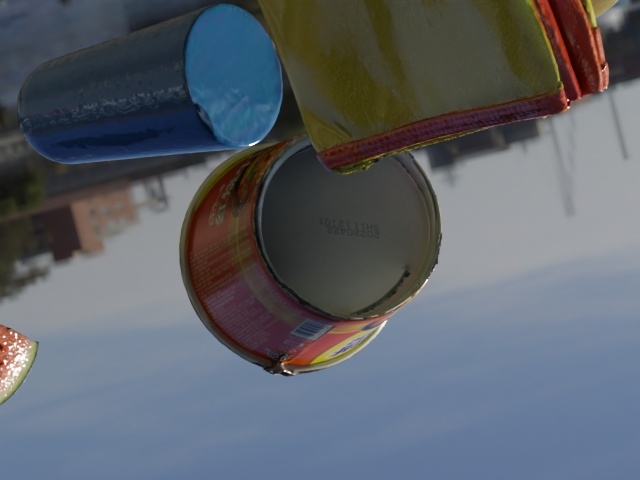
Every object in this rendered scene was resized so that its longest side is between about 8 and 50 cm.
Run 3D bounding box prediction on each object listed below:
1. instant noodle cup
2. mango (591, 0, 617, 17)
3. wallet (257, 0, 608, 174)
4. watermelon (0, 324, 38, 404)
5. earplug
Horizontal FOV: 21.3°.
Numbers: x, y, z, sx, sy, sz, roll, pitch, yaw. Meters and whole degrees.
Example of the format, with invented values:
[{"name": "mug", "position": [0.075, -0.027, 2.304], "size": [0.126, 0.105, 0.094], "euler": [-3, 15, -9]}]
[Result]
[{"name": "instant noodle cup", "position": [0.000, 0.000, 1.435], "size": [0.213, 0.213, 0.174], "euler": [-16, 176, -19]}, {"name": "mango", "position": [0.133, -0.287, 1.540], "size": [0.364, 0.253, 0.182], "euler": [15, -150, -24]}, {"name": "wallet", "position": [0.053, -0.117, 0.887], "size": [0.067, 0.141, 0.241], "euler": [-25, -172, -28]}, {"name": "watermelon", "position": [-0.348, 0.107, 1.718], "size": [0.135, 0.125, 0.094], "euler": [-12, 138, -32]}, {"name": "earplug", "position": [-0.181, -0.137, 1.618], "size": [0.273, 0.132, 0.132], "euler": [-7, -172, 39]}]
